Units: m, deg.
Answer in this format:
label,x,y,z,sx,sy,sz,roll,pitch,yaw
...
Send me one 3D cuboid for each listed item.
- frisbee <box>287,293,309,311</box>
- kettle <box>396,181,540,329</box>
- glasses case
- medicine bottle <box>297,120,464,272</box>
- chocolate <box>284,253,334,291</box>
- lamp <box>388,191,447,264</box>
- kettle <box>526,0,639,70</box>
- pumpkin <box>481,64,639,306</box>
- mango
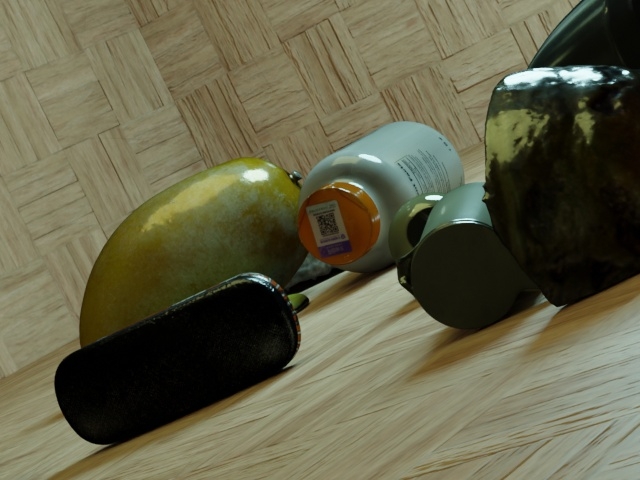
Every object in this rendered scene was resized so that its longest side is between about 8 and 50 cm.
label,x,y,z,sx,sy,sz,roll,pitch,yaw
frisbee,-0.121,0.121,2.382,0.236,0.017,0.236,-26,4,2
kettle,0.135,0.019,1.525,0.098,0.127,0.148,-58,-2,14
glasses case,-0.142,0.118,1.858,0.266,0.103,0.067,-24,5,20
medicine bottle,0.069,-0.050,2.390,0.157,0.157,0.288,-25,4,26
chocolate,0.000,0.000,2.739,0.185,0.100,0.303,-29,0,12
lamp,0.117,0.005,1.906,0.091,0.091,0.163,-26,-12,3
kettle,0.339,-0.186,2.149,0.271,0.207,0.251,-34,4,43
pumpkin,0.244,-0.086,1.460,0.148,0.169,0.312,-27,2,31
mango,-0.172,0.038,2.526,0.384,0.199,0.221,-44,-35,1
